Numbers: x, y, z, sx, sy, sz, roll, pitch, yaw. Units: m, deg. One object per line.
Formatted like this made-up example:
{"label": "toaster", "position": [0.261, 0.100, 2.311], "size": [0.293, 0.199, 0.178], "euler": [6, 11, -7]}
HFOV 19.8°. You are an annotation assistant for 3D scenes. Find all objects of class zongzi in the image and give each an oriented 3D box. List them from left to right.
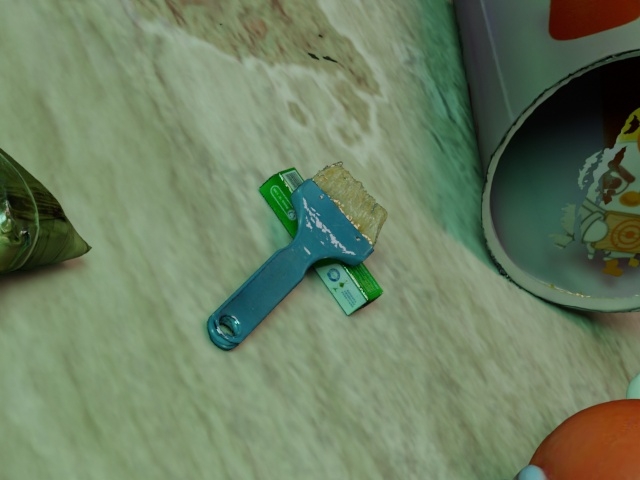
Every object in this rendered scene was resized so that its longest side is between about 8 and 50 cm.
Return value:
{"label": "zongzi", "position": [-0.149, -0.029, 0.751], "size": [0.104, 0.052, 0.113], "euler": [49, 14, 8]}

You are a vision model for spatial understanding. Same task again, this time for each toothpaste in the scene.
{"label": "toothpaste", "position": [0.000, 0.000, 0.960], "size": [0.083, 0.017, 0.020], "euler": [55, 27, 6]}

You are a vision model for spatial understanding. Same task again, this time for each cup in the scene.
{"label": "cup", "position": [0.174, -0.117, 1.196], "size": [0.203, 0.203, 0.288], "euler": [34, 25, -30]}

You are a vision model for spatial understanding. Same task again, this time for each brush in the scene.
{"label": "brush", "position": [-0.013, 0.010, 0.909], "size": [0.051, 0.014, 0.164], "euler": [47, 37, -1]}

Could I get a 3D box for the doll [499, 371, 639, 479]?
{"label": "doll", "position": [0.173, 0.150, 0.917], "size": [0.161, 0.130, 0.290], "euler": [43, 37, 10]}
